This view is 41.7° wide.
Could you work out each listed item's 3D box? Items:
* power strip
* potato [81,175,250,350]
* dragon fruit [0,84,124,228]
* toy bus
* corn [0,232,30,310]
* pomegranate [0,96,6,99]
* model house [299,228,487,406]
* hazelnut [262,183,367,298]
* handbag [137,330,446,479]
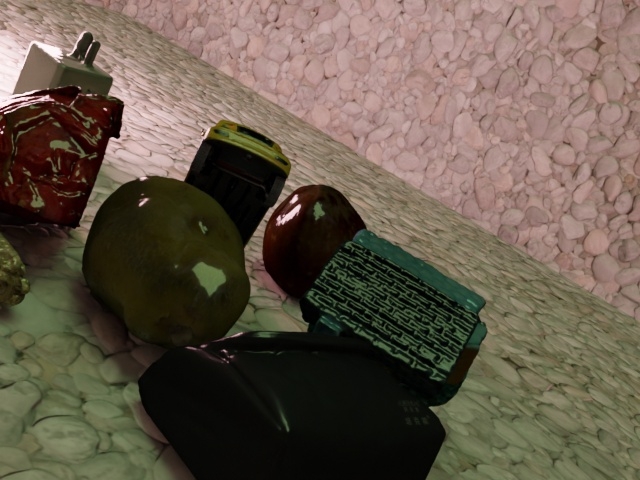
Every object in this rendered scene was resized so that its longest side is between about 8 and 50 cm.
[{"bbox_3d":[-0.531,-0.328,1.746,0.139,0.224,0.140,38,20,35],"label":"power strip"},{"bbox_3d":[-0.206,0.037,1.148,0.218,0.203,0.351,16,20,-24],"label":"potato"},{"bbox_3d":[-0.392,-0.096,1.253,0.240,0.302,0.330,55,-9,-35],"label":"dragon fruit"},{"bbox_3d":[-0.157,-0.077,1.355,0.145,0.331,0.151,25,49,-11],"label":"toy bus"},{"bbox_3d":[-0.440,0.016,1.073,0.087,0.087,0.211,11,18,-44],"label":"corn"},{"bbox_3d":[-0.538,-0.171,1.423,0.129,0.129,0.159,16,26,-34],"label":"pomegranate"},{"bbox_3d":[0.094,0.155,1.227,0.261,0.226,0.241,30,19,9],"label":"model house"},{"bbox_3d":[0.000,0.000,1.596,0.217,0.218,0.234,24,14,-11],"label":"hazelnut"},{"bbox_3d":[-0.033,0.185,0.997,0.301,0.178,0.275,11,23,-45],"label":"handbag"}]
